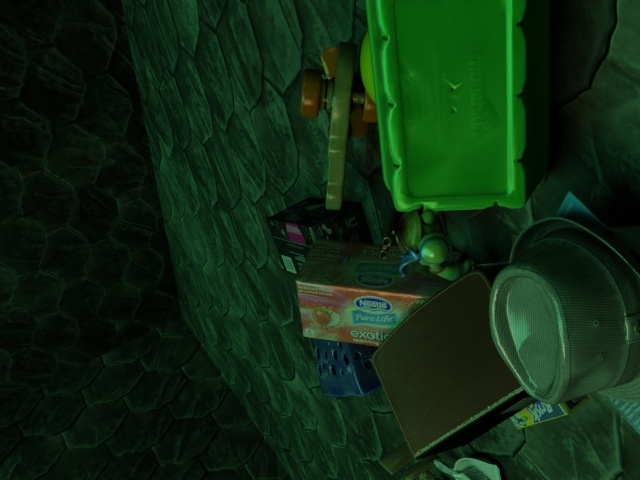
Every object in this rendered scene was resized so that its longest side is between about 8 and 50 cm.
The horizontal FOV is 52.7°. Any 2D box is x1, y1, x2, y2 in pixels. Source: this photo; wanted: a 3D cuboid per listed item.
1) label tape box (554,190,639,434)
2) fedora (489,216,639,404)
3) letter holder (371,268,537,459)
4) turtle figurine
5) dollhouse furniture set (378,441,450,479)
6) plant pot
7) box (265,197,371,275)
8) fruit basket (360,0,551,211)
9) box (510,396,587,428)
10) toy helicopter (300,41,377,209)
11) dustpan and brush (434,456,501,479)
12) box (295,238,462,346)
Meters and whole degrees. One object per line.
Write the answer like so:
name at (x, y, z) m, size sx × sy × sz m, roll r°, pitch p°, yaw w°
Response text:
label tape box at (0.439, 0.112, 0.847) m, size 0.348 × 0.115 × 0.249 m, roll 52°, pitch 153°, yaw 30°
fedora at (0.306, 0.113, 0.829) m, size 0.243 × 0.124 × 0.275 m, roll 30°, pitch 138°, yaw 53°
letter holder at (0.256, 0.205, 1.117) m, size 0.302 × 0.152 × 0.214 m, roll -48°, pitch 55°, yaw 35°
turtle figurine at (0.226, -0.038, 1.134) m, size 0.198 × 0.274 × 0.266 m, roll 49°, pitch -177°, yaw -23°
dollhouse furniture set at (0.256, 0.640, 1.702) m, size 0.144 × 0.123 × 0.151 m, roll 29°, pitch 138°, yaw 52°
plant pot at (0.108, 0.214, 1.468) m, size 0.212 × 0.236 × 0.236 m, roll 69°, pitch 156°, yaw 6°
box at (0.000, 0.000, 1.567) m, size 0.247 × 0.142 × 0.163 m, roll 13°, pitch 127°, yaw 61°
fruit basket at (0.179, -0.245, 0.920) m, size 0.282 × 0.392 × 0.392 m, roll -1°, pitch 122°, yaw 15°
box at (0.399, 0.291, 1.165) m, size 0.059 × 0.054 × 0.169 m, roll 57°, pitch 154°, yaw 14°
toy helicopter at (0.035, -0.216, 1.260) m, size 0.235 × 0.140 × 0.355 m, roll -86°, pitch 0°, yaw -47°
dustpan and brush at (0.342, 0.556, 1.517) m, size 0.211 × 0.060 × 0.147 m, roll -161°, pitch 58°, yaw -69°
box at (0.118, 0.105, 1.255) m, size 0.299 × 0.142 × 0.154 m, roll 6°, pitch 128°, yaw 16°
